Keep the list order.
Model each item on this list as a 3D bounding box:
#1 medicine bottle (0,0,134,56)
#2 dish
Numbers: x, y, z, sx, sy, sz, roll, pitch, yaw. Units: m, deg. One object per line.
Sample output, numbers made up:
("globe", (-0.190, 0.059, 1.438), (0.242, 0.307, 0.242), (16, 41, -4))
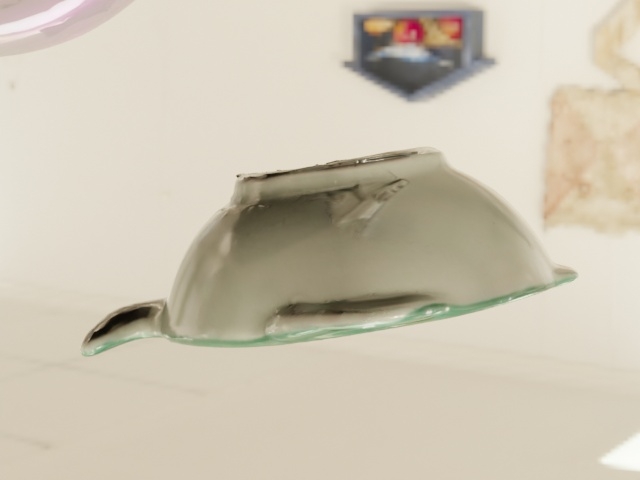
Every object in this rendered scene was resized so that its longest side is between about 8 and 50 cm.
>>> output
("medicine bottle", (-0.161, -0.245, 0.698), (0.241, 0.241, 0.302), (0, -155, 0))
("dish", (0.000, 0.000, 0.678), (0.246, 0.078, 0.224), (-9, -176, 7))
